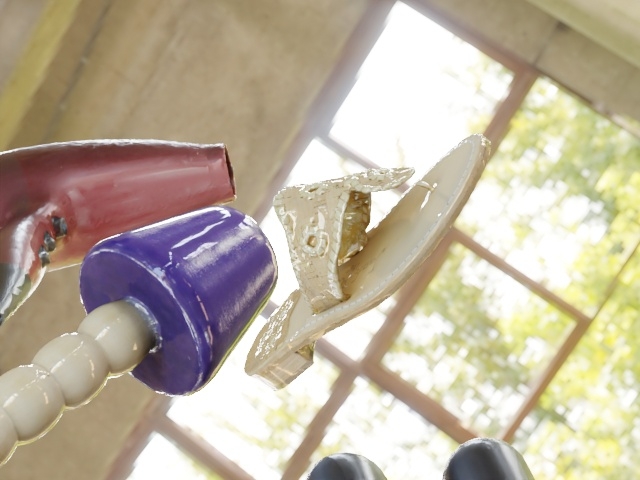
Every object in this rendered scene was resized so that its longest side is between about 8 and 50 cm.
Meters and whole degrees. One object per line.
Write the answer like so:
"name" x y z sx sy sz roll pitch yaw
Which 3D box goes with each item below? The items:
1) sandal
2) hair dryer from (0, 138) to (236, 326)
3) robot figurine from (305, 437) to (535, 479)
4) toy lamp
"sandal" -0.001 0.004 0.928 0.240 0.079 0.088 -47 18 41
"hair dryer" -0.171 0.010 0.911 0.294 0.224 0.080 -29 -58 -33
"robot figurine" 0.035 0.212 0.644 0.173 0.209 0.278 -48 -30 -49
"toy lamp" -0.121 0.071 0.615 0.275 0.080 0.080 -38 -25 -35
